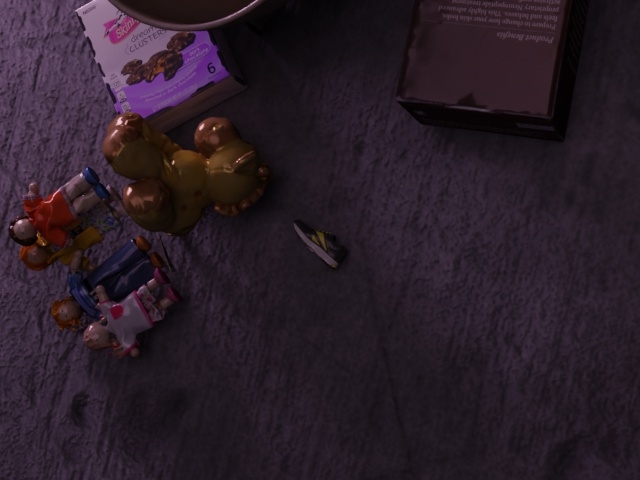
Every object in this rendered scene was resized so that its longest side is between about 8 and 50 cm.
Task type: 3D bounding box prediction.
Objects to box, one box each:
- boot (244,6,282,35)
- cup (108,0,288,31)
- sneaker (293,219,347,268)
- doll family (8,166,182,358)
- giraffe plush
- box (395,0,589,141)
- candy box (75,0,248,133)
[{"bbox_3d":[-0.097,-0.406,1.753,0.161,0.083,0.246,-34,72,17],"label":"boot"},{"bbox_3d":[-0.103,-0.406,1.591,0.331,0.237,0.331,1,93,23],"label":"cup"},{"bbox_3d":[0.000,0.000,1.687,0.035,0.031,0.083,-44,75,-6],"label":"sneaker"},{"bbox_3d":[-0.303,0.036,1.751,0.163,0.118,0.263,-34,91,4],"label":"doll family"},{"bbox_3d":[-0.153,-0.085,1.669,0.171,0.181,0.210,-23,109,6],"label":"giraffe plush"},{"bbox_3d":[0.229,-0.324,1.600,0.191,0.143,0.381,10,84,19],"label":"box"},{"bbox_3d":[-0.214,-0.256,1.770,0.165,0.070,0.196,-28,75,13],"label":"candy box"}]
